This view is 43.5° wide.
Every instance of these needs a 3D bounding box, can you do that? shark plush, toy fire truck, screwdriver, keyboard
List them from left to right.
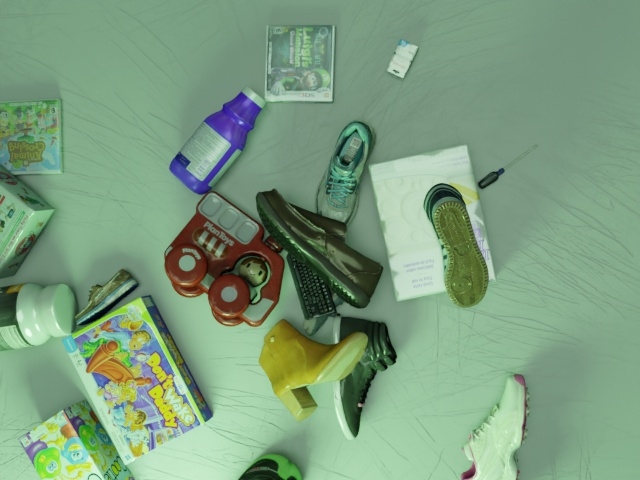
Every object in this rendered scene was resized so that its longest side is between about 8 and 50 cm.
[{"bbox_3d":[-0.218,0.052,1.933,0.302,0.169,0.254,35,75,5],"label":"toy fire truck"},{"bbox_3d":[-0.009,0.096,1.928,0.108,0.023,0.180,-15,67,-7],"label":"keyboard"},{"bbox_3d":[0.022,0.164,1.958,0.161,0.073,0.067,-37,109,-10],"label":"shark plush"},{"bbox_3d":[0.447,-0.178,1.904,0.170,0.025,0.024,-36,85,7],"label":"screwdriver"}]

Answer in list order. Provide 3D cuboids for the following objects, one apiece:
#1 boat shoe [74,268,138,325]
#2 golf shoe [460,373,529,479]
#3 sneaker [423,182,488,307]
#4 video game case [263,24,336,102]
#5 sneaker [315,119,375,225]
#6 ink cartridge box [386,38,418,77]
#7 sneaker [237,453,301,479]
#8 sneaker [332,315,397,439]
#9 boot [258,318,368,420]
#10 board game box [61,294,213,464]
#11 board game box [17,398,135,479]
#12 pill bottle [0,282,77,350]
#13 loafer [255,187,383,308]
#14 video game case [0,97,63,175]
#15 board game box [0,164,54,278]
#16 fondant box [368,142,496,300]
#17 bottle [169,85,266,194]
[{"bbox_3d":[-0.548,0.142,2.017,0.183,0.066,0.066,-37,80,-4],"label":"boat shoe"},{"bbox_3d":[0.406,0.456,1.863,0.140,0.115,0.306,10,90,11],"label":"golf shoe"},{"bbox_3d":[0.302,0.004,1.801,0.099,0.153,0.282,-16,118,4],"label":"sneaker"},{"bbox_3d":[-0.051,-0.435,1.972,0.173,0.022,0.190,2,90,7],"label":"video game case"},{"bbox_3d":[0.048,-0.154,1.905,0.110,0.122,0.283,15,95,7],"label":"sneaker"},{"bbox_3d":[0.198,-0.436,1.936,0.048,0.028,0.083,26,93,7],"label":"ink cartridge box"},{"bbox_3d":[-0.227,0.722,1.896,0.185,0.202,0.483,31,93,7],"label":"sneaker"},{"bbox_3d":[0.110,0.324,1.902,0.146,0.104,0.296,-4,85,13],"label":"sneaker"},{"bbox_3d":[-0.033,0.254,1.869,0.295,0.104,0.211,-53,55,25],"label":"boot"},{"bbox_3d":[-0.454,0.343,1.991,0.233,0.078,0.347,-29,86,6],"label":"board game box"},{"bbox_3d":[-0.589,0.556,1.975,0.142,0.144,0.275,-33,86,6],"label":"board game box"},{"bbox_3d":[-0.762,0.190,1.991,0.278,0.162,0.162,-10,88,7],"label":"pill bottle"},{"bbox_3d":[0.000,0.000,1.885,0.366,0.134,0.130,43,76,1],"label":"loafer"},{"bbox_3d":[-0.768,-0.265,2.064,0.212,0.023,0.193,-1,90,7],"label":"video game case"},{"bbox_3d":[-0.862,-0.079,2.026,0.303,0.097,0.224,38,103,8],"label":"board game box"},{"bbox_3d":[0.264,-0.042,1.892,0.238,0.096,0.330,-12,89,7],"label":"fondant box"},{"bbox_3d":[-0.244,-0.249,1.959,0.118,0.092,0.283,40,94,16],"label":"bottle"}]
